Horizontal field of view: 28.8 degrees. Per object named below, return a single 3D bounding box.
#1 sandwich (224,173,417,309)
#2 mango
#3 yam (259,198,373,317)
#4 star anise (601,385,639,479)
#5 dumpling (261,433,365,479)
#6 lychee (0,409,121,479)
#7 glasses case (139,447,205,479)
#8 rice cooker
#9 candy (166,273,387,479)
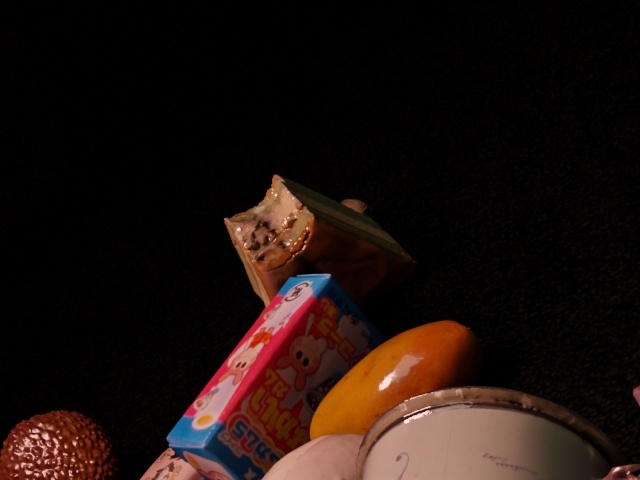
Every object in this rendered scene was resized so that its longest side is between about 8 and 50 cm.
[{"bbox_3d":[0.000,0.000,1.834,0.227,0.198,0.155,-29,40,-9],"label":"sandwich"},{"bbox_3d":[0.089,0.190,1.547,0.253,0.113,0.138,-34,23,17],"label":"mango"},{"bbox_3d":[-0.022,0.072,1.979,0.083,0.083,0.371,-15,32,44],"label":"yam"},{"bbox_3d":[0.374,0.205,0.975,0.331,0.118,0.332,-8,48,9],"label":"star anise"},{"bbox_3d":[-0.011,0.328,1.388,0.260,0.181,0.341,-45,16,47],"label":"dumpling"},{"bbox_3d":[-0.396,0.352,1.906,0.194,0.194,0.194,-32,24,17],"label":"lychee"},{"bbox_3d":[-0.238,0.397,1.708,0.122,0.075,0.314,-15,34,51],"label":"glasses case"},{"bbox_3d":[0.145,0.280,1.116,0.316,0.264,0.317,-23,32,15],"label":"rice cooker"},{"bbox_3d":[-0.049,0.205,1.672,0.100,0.157,0.306,-4,41,53],"label":"candy"}]
